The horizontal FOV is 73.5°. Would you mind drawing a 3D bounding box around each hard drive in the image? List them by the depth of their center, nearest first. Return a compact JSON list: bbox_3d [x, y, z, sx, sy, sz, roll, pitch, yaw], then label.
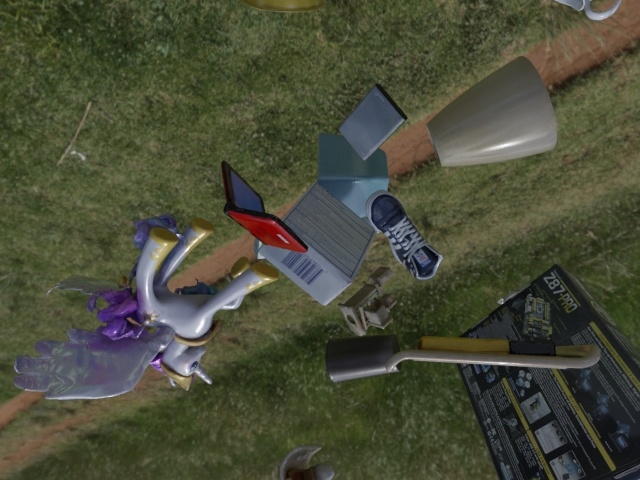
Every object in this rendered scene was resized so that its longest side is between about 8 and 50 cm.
[{"bbox_3d":[0.107,-0.246,0.899,0.094,0.022,0.135,51,136,3],"label":"hard drive"}]

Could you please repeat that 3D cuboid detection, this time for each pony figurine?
[{"bbox_3d":[-0.301,0.128,0.778,0.351,0.303,0.363,23,115,-27],"label":"pony figurine"}]

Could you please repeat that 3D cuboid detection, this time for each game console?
[{"bbox_3d":[-0.083,-0.049,0.665,0.124,0.085,0.144,12,165,23],"label":"game console"}]

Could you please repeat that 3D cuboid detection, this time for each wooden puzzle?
[{"bbox_3d":[0.211,0.153,0.588,0.239,0.044,0.221,-4,165,9],"label":"wooden puzzle"}]

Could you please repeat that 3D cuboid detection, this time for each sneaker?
[{"bbox_3d":[0.227,-0.006,1.134,0.099,0.153,0.282,-37,128,0],"label":"sneaker"}]

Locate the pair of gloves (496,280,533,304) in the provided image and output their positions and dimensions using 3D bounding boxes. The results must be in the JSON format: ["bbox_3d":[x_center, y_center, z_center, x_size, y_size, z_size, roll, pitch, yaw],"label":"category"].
[{"bbox_3d":[0.757,0.214,1.484,0.240,0.042,0.204,23,139,-24],"label":"pair of gloves"}]

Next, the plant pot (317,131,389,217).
[{"bbox_3d":[0.117,-0.223,1.568,0.252,0.248,0.247,1,142,1],"label":"plant pot"}]

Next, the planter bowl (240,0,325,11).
[{"bbox_3d":[-0.092,-0.639,1.061,0.217,0.217,0.090,1,131,-5],"label":"planter bowl"}]

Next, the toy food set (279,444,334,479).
[{"bbox_3d":[0.002,0.662,1.036,0.092,0.306,0.220,-21,152,5],"label":"toy food set"}]

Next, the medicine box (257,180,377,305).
[{"bbox_3d":[0.000,0.000,1.315,0.263,0.289,0.149,39,128,-5],"label":"medicine box"}]

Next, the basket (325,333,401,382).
[{"bbox_3d":[0.156,0.403,1.495,0.227,0.154,0.204,-13,176,20],"label":"basket"}]

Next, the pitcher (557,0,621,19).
[{"bbox_3d":[0.714,-0.650,1.055,0.207,0.177,0.125,-33,159,9],"label":"pitcher"}]

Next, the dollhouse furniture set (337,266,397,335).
[{"bbox_3d":[0.173,0.166,1.134,0.161,0.182,0.101,2,124,56],"label":"dollhouse furniture set"}]

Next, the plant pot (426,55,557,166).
[{"bbox_3d":[0.438,-0.308,1.154,0.274,0.256,0.256,-21,142,15],"label":"plant pot"}]

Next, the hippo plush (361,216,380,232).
[{"bbox_3d":[0.121,-0.115,1.875,0.234,0.236,0.294,3,165,-44],"label":"hippo plush"}]

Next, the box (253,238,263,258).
[{"bbox_3d":[-0.117,0.002,1.582,0.244,0.060,0.100,-3,122,-23],"label":"box"}]

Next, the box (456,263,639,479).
[{"bbox_3d":[0.442,0.281,0.824,0.097,0.395,0.318,27,119,-22],"label":"box"}]
